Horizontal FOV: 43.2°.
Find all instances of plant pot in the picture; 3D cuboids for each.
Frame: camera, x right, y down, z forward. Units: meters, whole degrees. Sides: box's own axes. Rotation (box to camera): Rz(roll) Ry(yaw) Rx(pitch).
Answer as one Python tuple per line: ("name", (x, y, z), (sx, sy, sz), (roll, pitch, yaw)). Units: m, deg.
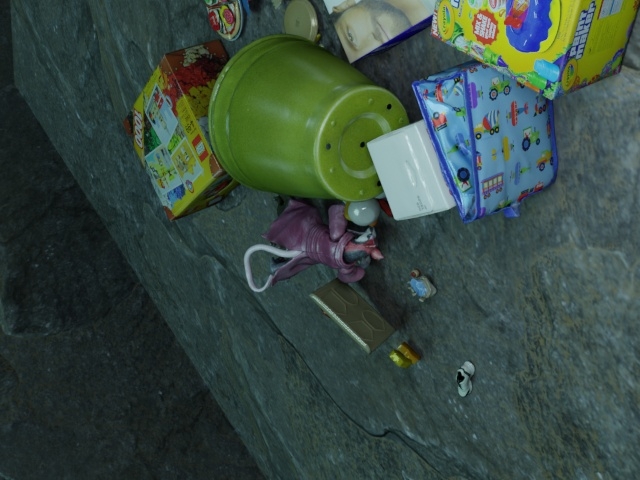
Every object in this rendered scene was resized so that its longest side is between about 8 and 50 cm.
("plant pot", (-0.002, -0.240, 1.732), (0.353, 0.366, 0.367), (29, 134, 53))

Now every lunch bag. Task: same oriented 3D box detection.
("lunch bag", (0.322, -0.181, 1.454), (0.138, 0.220, 0.293), (2, 113, 57))

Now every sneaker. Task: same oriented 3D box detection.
("sneaker", (0.345, 0.342, 1.967), (0.040, 0.043, 0.109), (33, 139, 38))

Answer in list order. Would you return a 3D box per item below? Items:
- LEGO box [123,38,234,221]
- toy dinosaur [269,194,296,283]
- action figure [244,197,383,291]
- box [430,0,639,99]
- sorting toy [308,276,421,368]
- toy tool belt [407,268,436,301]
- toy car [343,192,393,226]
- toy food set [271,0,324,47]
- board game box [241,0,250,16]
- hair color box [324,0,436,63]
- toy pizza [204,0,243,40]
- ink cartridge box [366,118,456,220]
("LEGO box", (-0.388, -0.320, 2.471), (0.373, 0.193, 0.500), (64, 149, 3))
("toy dinosaur", (-0.079, -0.047, 2.265), (0.160, 0.120, 0.314), (-160, 74, -66))
("action figure", (0.000, 0.000, 2.024), (0.370, 0.275, 0.248), (9, 118, 51))
("box", (0.349, -0.428, 1.282), (0.279, 0.177, 0.290), (40, 141, 37))
("sorting toy", (0.115, 0.226, 2.072), (0.307, 0.229, 0.041), (44, 111, 10))
("toy tool belt", (0.237, 0.109, 1.956), (0.083, 0.051, 0.052), (51, 146, 23))
("toy car", (0.136, -0.114, 1.875), (0.182, 0.136, 0.159), (-61, 21, 22))
("toy food set", (-0.044, -0.526, 1.959), (0.132, 0.038, 0.192), (-26, 84, 52))
("board game box", (-0.192, -0.661, 2.072), (0.169, 0.033, 0.133), (84, 164, -67))
("hair color box", (0.148, -0.500, 1.607), (0.338, 0.110, 0.185), (-15, 100, 61))
("toy pizza", (-0.276, -0.646, 2.215), (0.201, 0.032, 0.201), (41, 144, 39))
("ink cartridge box", (0.245, -0.164, 1.571), (0.168, 0.232, 0.171), (-14, 99, 59))
